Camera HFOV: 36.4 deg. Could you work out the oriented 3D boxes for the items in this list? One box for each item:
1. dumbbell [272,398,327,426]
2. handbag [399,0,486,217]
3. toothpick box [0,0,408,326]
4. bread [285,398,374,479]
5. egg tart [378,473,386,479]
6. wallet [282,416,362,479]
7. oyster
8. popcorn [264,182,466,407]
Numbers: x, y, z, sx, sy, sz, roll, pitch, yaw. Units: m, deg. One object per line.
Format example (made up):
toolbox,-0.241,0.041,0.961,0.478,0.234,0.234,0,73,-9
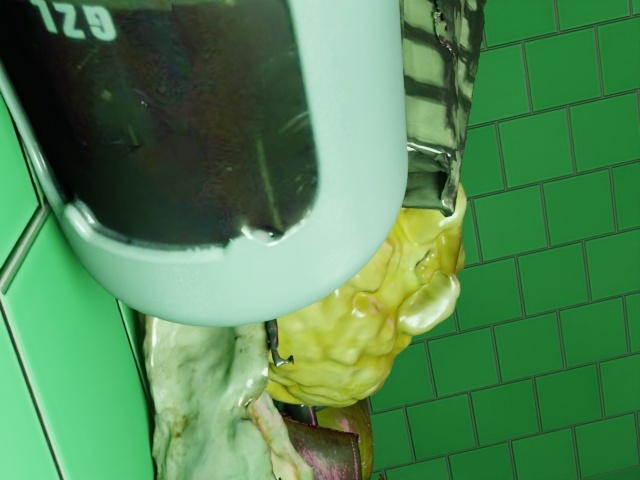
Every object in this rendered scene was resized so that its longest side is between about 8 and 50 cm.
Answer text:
dumbbell,-0.014,0.321,1.470,0.179,0.179,0.406,79,-2,-64
handbag,-0.012,-0.139,0.917,0.162,0.325,0.327,45,40,-37
toothpick box,-0.062,-0.112,0.578,0.263,0.262,0.355,-104,-177,-46
bread,-0.014,0.320,1.792,0.377,0.208,0.251,-96,170,-64
egg tart,0.059,0.539,1.672,0.095,0.279,0.279,31,-20,13
wallet,-0.028,0.297,1.272,0.255,0.031,0.137,26,48,-46
oyster,-0.061,0.163,0.730,0.198,0.133,0.337,71,3,-78
popcorn,-0.012,0.012,1.212,0.390,0.354,0.344,-54,-136,28
